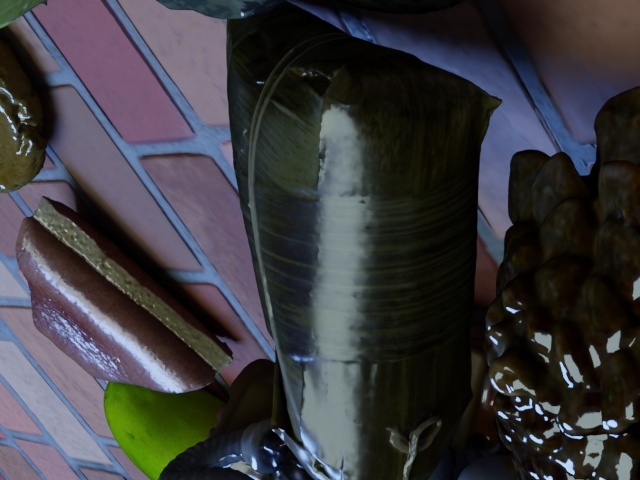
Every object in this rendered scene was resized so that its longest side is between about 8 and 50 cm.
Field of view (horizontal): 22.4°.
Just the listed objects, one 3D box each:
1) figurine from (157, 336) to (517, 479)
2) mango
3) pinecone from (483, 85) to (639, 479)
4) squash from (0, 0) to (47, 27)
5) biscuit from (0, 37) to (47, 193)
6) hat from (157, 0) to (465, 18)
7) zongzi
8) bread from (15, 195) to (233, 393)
[{"bbox_3d":[0.118,0.170,0.986,0.382,0.261,0.186,24,102,29],"label":"figurine"},{"bbox_3d":[-0.110,0.170,1.358,0.163,0.089,0.117,36,161,33],"label":"mango"},{"bbox_3d":[0.171,0.054,0.757,0.201,0.202,0.229,18,142,-6],"label":"pinecone"},{"bbox_3d":[-0.255,-0.201,0.982,0.220,0.133,0.220,30,155,16],"label":"squash"},{"bbox_3d":[-0.286,-0.122,1.199,0.226,0.042,0.226,28,147,20],"label":"biscuit"},{"bbox_3d":[-0.043,-0.178,0.757,0.265,0.128,0.265,30,153,17],"label":"hat"},{"bbox_3d":[0.000,0.000,0.867,0.241,0.111,0.247,-137,45,-60],"label":"zongzi"},{"bbox_3d":[-0.169,0.051,1.271,0.192,0.067,0.119,45,144,-10],"label":"bread"}]
